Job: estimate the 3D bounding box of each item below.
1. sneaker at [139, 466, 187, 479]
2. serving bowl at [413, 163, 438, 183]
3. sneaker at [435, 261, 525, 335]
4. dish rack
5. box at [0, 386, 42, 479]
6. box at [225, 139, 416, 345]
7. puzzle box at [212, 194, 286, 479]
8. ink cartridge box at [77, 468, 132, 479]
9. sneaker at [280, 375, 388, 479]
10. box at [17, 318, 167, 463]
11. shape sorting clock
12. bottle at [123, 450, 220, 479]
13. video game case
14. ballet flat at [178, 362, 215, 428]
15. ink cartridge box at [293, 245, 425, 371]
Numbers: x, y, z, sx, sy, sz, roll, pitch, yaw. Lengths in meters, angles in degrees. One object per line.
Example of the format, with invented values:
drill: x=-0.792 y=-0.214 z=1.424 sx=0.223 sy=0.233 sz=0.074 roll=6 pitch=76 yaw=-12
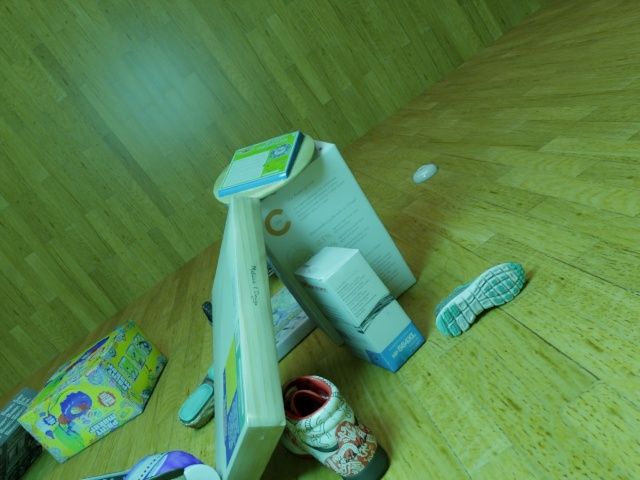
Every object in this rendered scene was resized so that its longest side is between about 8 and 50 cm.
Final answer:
sneaker: x=-0.290 y=0.480 z=0.773 sx=0.158 sy=0.182 sz=0.410 roll=8 pitch=-50 yaw=-46
serving bowl: x=0.314 y=-0.207 z=1.779 sx=0.083 sy=0.027 sz=0.083 roll=-33 pitch=16 yaw=11
sneaker: x=0.252 y=0.085 z=0.957 sx=0.166 sy=0.065 sz=0.076 roll=-33 pitch=11 yaw=3
dish rack: x=-0.237 y=0.158 z=1.801 sx=0.271 sy=0.074 sz=0.208 roll=-38 pitch=16 yaw=-16
box: x=-0.876 y=0.595 z=1.604 sx=0.307 sy=0.076 sz=0.242 roll=-66 pitch=-5 yaw=-62
box: x=0.000 y=0.000 z=1.178 sx=0.215 sy=0.345 sz=0.168 roll=-38 pitch=25 yaw=-10
puzzle box: x=-0.128 y=0.165 z=0.934 sx=0.272 sy=0.052 sz=0.409 roll=112 pitch=156 yaw=-45
ink cartridge box: x=-0.482 y=0.496 z=1.122 sx=0.206 sy=0.045 sz=0.208 roll=-29 pitch=-23 yaw=24
sneaker: x=-0.019 y=0.255 z=0.862 sx=0.090 sy=0.145 sz=0.270 roll=-42 pitch=16 yaw=-22
box: x=-0.629 y=0.417 z=1.661 sx=0.290 sy=0.177 sz=0.279 roll=-33 pitch=16 yaw=10
shape sorting clock: x=-0.102 y=-0.131 z=1.073 sx=0.206 sy=0.040 sz=0.206 roll=-20 pitch=38 yaw=16
bottle: x=-0.243 y=0.398 z=0.940 sx=0.283 sy=0.092 sz=0.118 roll=-33 pitch=18 yaw=53
video game case: x=-0.084 y=0.185 z=1.438 sx=0.329 sy=0.036 sz=0.300 roll=-42 pitch=16 yaw=-20
ballet flat: x=-0.223 y=0.317 z=1.266 sx=0.073 sy=0.067 sz=0.206 roll=29 pitch=64 yaw=32
ink cartridge box: x=0.063 y=0.112 z=1.007 sx=0.086 sy=0.203 sz=0.148 roll=-40 pitch=16 yaw=-17
